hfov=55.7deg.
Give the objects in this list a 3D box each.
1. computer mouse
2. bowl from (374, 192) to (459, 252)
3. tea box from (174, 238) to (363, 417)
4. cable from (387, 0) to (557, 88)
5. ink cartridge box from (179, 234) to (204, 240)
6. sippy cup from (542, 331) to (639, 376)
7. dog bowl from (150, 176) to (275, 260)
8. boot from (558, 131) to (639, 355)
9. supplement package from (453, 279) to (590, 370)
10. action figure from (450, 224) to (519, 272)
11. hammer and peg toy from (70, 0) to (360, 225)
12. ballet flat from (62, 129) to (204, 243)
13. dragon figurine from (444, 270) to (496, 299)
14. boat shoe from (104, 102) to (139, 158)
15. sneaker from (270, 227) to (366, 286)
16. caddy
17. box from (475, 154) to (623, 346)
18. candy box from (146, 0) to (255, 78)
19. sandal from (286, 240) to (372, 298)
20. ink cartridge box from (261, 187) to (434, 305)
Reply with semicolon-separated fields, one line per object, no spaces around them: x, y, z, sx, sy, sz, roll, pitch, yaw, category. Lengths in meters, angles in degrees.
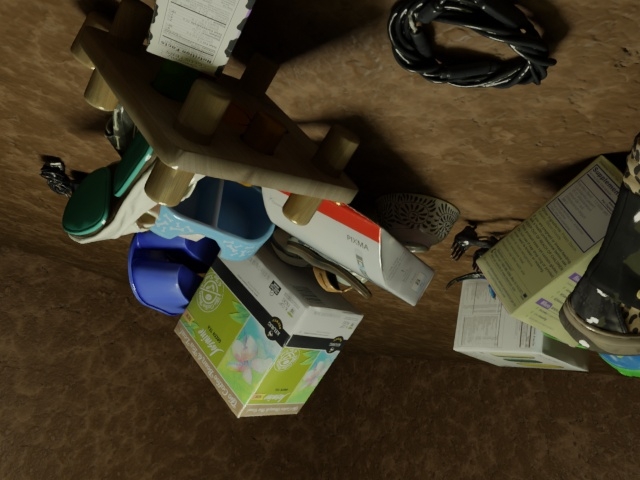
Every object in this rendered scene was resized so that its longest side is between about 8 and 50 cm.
-0.512;-0.108;1.431;0.272;0.072;0.188;28;163;-11;computer mouse
0.183;-0.025;1.192;0.170;0.080;0.170;11;165;3;bowl
-0.137;0.205;1.502;0.220;0.323;0.329;15;-160;-50;tea box
0.163;-0.204;0.658;0.185;0.047;0.151;20;162;-28;cable
-0.298;-0.071;1.303;0.198;0.115;0.067;20;161;-25;ink cartridge box
0.579;0.113;1.167;0.224;0.305;0.240;32;-166;-26;sippy cup
-0.217;-0.069;1.195;0.297;0.165;0.074;22;150;-32;dog bowl
0.502;-0.008;0.747;0.378;0.138;0.284;-5;125;-7;boot
0.513;0.210;1.540;0.199;0.198;0.263;23;160;-32;supplement package
0.391;0.027;1.121;0.164;0.140;0.276;35;155;-34;action figure
-0.132;-0.172;0.708;0.266;0.127;0.361;8;-147;-46;hammer and peg toy
-0.303;-0.077;1.011;0.139;0.139;0.400;23;147;-34;ballet flat
0.433;0.078;1.348;0.289;0.085;0.144;7;162;0;dragon figurine
-0.320;-0.187;1.013;0.070;0.077;0.219;16;155;-16;boat shoe
0.000;0.000;1.413;0.283;0.110;0.122;17;134;31;sneaker
-0.391;0.073;1.647;0.179;0.241;0.341;0;161;16;caddy
0.408;0.027;0.930;0.214;0.117;0.243;25;121;-38;box
-0.068;-0.246;0.464;0.070;0.164;0.196;18;163;-17;candy box
0.011;0.070;1.269;0.219;0.060;0.090;29;180;17;sandal
0.001;-0.026;1.095;0.308;0.091;0.385;30;179;37;ink cartridge box
